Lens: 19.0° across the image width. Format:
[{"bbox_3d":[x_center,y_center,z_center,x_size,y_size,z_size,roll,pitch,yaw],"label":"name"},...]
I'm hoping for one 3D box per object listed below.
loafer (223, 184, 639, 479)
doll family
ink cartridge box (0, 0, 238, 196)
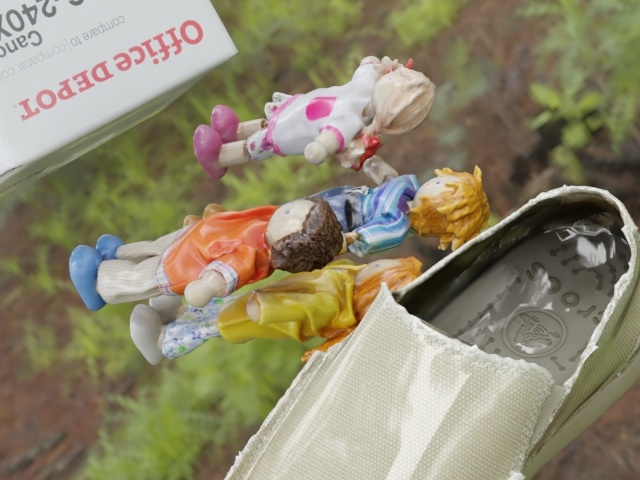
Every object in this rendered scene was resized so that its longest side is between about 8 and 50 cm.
[{"bbox_3d":[0.034,0.068,0.715,0.102,0.092,0.268,28,57,26],"label":"loafer"},{"bbox_3d":[0.000,0.000,1.004,0.163,0.118,0.263,-9,24,25],"label":"doll family"},{"bbox_3d":[-0.113,-0.101,0.669,0.109,0.150,0.063,-33,5,-38],"label":"ink cartridge box"}]
